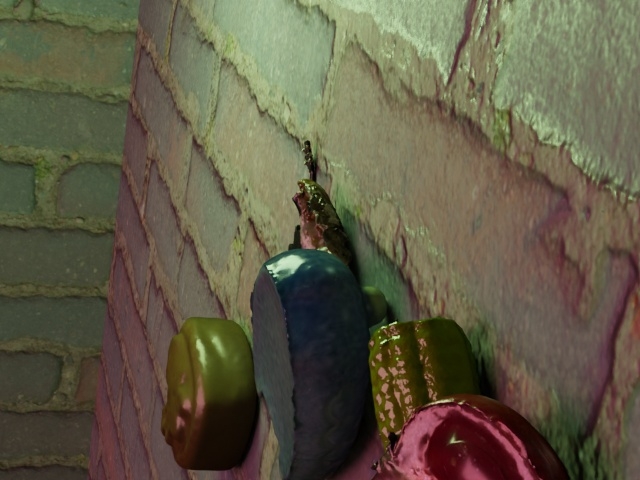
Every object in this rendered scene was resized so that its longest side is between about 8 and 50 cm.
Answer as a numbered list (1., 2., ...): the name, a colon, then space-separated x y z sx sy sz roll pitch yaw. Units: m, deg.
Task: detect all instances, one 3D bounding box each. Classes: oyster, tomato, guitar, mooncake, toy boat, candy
1. oyster: 0.002 -0.010 1.360 0.103 0.051 0.148 -41 64 62
2. tomato: 0.125 0.207 0.864 0.173 0.099 0.189 47 124 35
3. guitar: -0.021 -0.013 1.470 0.088 0.025 0.233 161 110 -72
4. mooncake: -0.173 0.236 1.756 0.235 0.117 0.235 -175 90 -74
5. toy boat: 0.001 0.136 1.293 0.330 0.123 0.215 96 162 -48
6. candy: 0.099 0.168 0.984 0.097 0.096 0.210 129 134 -60
